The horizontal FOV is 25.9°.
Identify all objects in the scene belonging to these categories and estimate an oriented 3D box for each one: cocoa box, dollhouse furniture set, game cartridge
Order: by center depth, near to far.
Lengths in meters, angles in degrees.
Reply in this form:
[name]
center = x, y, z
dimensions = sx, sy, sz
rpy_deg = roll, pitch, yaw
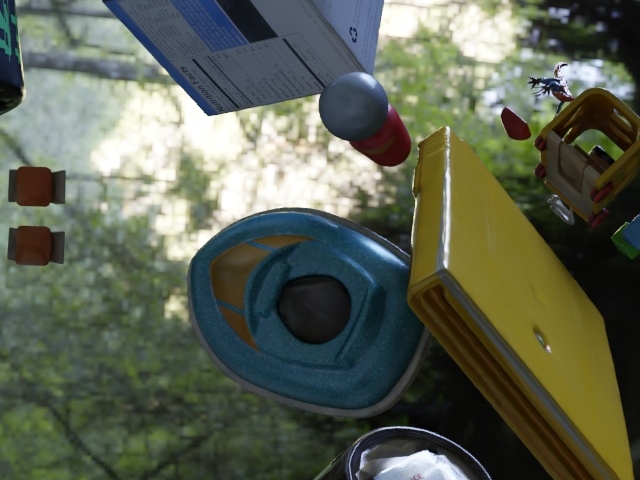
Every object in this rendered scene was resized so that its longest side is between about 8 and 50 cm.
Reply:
[game cartridge]
center = 0.180, 0.063, 1.275
dimensions = 0.052, 0.285, 0.324
rpy_deg = -34, -162, 19
[cocoa box]
center = -0.066, -0.356, 1.596
dimensions = 0.227, 0.231, 0.347
rpy_deg = -9, -125, 29
[dollhouse furniture set]
center = -0.436, 0.019, 1.653
dimensions = 0.135, 0.262, 0.259
rpy_deg = -177, -91, -72

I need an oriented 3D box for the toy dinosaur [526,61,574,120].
[toy dinosaur]
center = 0.279, -0.183, 1.644
dimensions = 0.090, 0.047, 0.082
rpy_deg = -58, -153, -8

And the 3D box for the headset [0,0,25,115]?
[headset]
center = -0.313, -0.036, 0.534
dimensions = 0.243, 0.394, 0.185
rpy_deg = 171, -85, -75

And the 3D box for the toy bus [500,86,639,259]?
[toy bus]
center = 0.311, -0.093, 1.565
dimensions = 0.104, 0.191, 0.202
rpy_deg = -43, -152, -4

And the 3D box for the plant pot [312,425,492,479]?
[plant pot]
center = 0.038, 0.248, 0.967
dimensions = 0.215, 0.215, 0.230
rpy_deg = -111, -148, -49

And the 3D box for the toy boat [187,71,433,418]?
[toy boat]
center = 0.000, 0.000, 1.339
dimensions = 0.148, 0.267, 0.318
rpy_deg = 38, 71, -63
